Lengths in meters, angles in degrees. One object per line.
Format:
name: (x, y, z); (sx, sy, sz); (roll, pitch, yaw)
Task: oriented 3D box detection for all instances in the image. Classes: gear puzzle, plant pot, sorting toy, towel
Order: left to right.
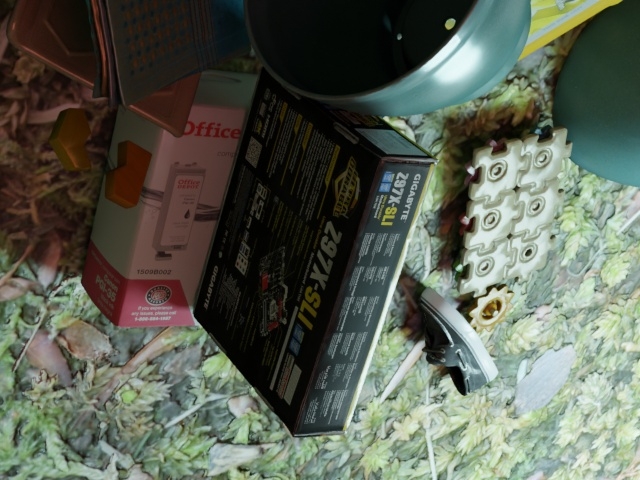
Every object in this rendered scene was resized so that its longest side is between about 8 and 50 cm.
sorting toy: (-0.217, -0.200, 1.367); (0.229, 0.041, 0.307); (30, 63, -36)
towel: (-0.158, -0.339, 1.303); (0.271, 0.040, 0.370); (-35, 124, -56)
plant pot: (0.096, -0.247, 1.361); (0.293, 0.293, 0.196); (-55, 142, 7)
gear puzzle: (0.261, -0.010, 1.913); (0.175, 0.044, 0.339); (-16, 128, -26)
plant pot: (0.497, -0.185, 1.853); (0.290, 0.195, 0.290); (-17, 126, -24)

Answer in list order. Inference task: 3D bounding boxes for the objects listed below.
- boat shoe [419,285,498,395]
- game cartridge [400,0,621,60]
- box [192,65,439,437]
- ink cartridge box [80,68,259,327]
boat shoe: (0.186, 0.154, 1.943); (0.076, 0.080, 0.228); (-43, 140, -6)
game cartridge: (0.267, -0.311, 1.564); (0.324, 0.052, 0.285); (-28, 160, 24)
box: (-0.018, 0.006, 1.430); (0.079, 0.257, 0.322); (1, 116, -35)
ink cartridge box: (-0.143, -0.049, 1.566); (0.207, 0.117, 0.283); (1, 117, -33)
